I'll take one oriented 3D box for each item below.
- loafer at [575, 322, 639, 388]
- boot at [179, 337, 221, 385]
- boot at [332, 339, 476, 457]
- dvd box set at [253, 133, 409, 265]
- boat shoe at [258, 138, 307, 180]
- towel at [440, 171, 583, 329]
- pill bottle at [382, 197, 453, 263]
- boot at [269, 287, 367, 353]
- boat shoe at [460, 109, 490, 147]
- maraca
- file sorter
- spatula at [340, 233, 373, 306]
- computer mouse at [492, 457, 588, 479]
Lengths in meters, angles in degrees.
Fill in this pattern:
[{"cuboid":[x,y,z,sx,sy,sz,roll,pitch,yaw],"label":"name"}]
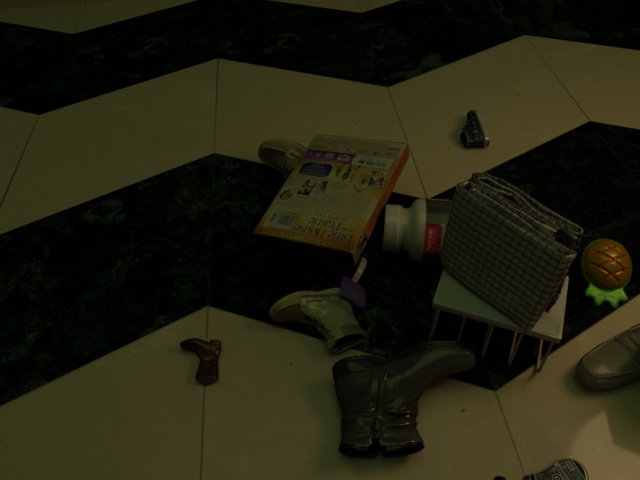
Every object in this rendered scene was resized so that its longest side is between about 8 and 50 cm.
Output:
[{"cuboid":[0.730,0.244,1.340,0.319,0.112,0.112,-20,48,-17],"label":"loafer"},{"cuboid":[-0.292,0.291,1.391,0.106,0.037,0.114,-3,50,3],"label":"boot"},{"cuboid":[0.197,0.353,1.270,0.337,0.118,0.223,-14,48,4],"label":"boot"},{"cuboid":[0.038,-0.131,1.643,0.307,0.062,0.421,10,54,26],"label":"dvd box set"},{"cuboid":[-0.076,-0.236,1.853,0.302,0.109,0.098,22,49,15],"label":"boat shoe"},{"cuboid":[0.407,0.014,1.256,0.121,0.235,0.283,-27,50,-33],"label":"towel"},{"cuboid":[0.331,-0.024,1.576,0.318,0.176,0.176,4,46,6],"label":"pill bottle"},{"cuboid":[-0.007,0.203,1.432,0.213,0.077,0.165,-9,45,-17],"label":"boot"},{"cuboid":[0.516,-0.388,2.005,0.083,0.065,0.183,-5,46,-4],"label":"boat shoe"},{"cuboid":[0.743,0.084,1.514,0.127,0.099,0.186,6,72,11],"label":"maraca"},{"cuboid":[0.414,0.170,1.383,0.277,0.173,0.193,15,47,16],"label":"file sorter"},{"cuboid":[0.111,0.069,1.580,0.084,0.030,0.297,36,41,-12],"label":"spatula"},{"cuboid":[0.440,0.496,1.156,0.192,0.042,0.106,-17,42,-7],"label":"computer mouse"}]
